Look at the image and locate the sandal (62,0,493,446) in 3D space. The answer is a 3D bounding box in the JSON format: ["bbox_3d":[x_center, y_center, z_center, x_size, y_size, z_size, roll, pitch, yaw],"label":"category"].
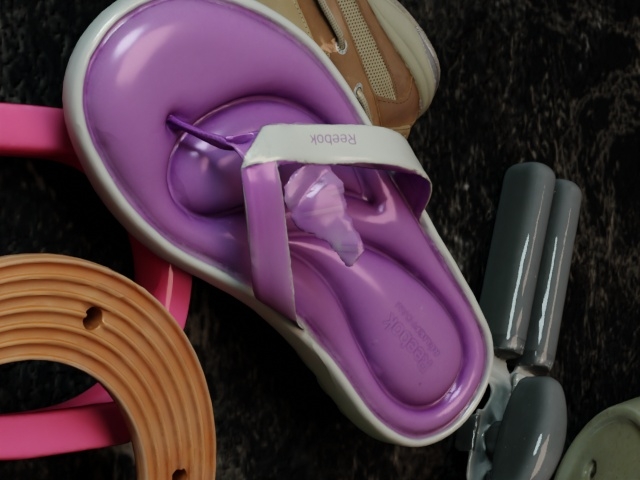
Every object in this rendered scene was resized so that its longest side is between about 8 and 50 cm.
[{"bbox_3d":[0.008,-0.013,1.232,0.416,0.102,0.169,45,71,-38],"label":"sandal"}]

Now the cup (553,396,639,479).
[{"bbox_3d":[0.316,0.242,1.537,0.237,0.331,0.331,18,72,-20],"label":"cup"}]

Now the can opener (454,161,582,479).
[{"bbox_3d":[0.165,0.075,1.516,0.074,0.093,0.280,30,61,-42],"label":"can opener"}]

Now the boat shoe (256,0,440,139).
[{"bbox_3d":[-0.033,-0.159,1.281,0.324,0.123,0.116,47,57,-34],"label":"boat shoe"}]

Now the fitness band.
[{"bbox_3d":[-0.183,0.023,1.147,0.291,0.054,0.209,0,87,-50],"label":"fitness band"}]

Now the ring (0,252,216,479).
[{"bbox_3d":[-0.189,0.167,1.087,0.336,0.032,0.337,-22,121,-42],"label":"ring"}]
